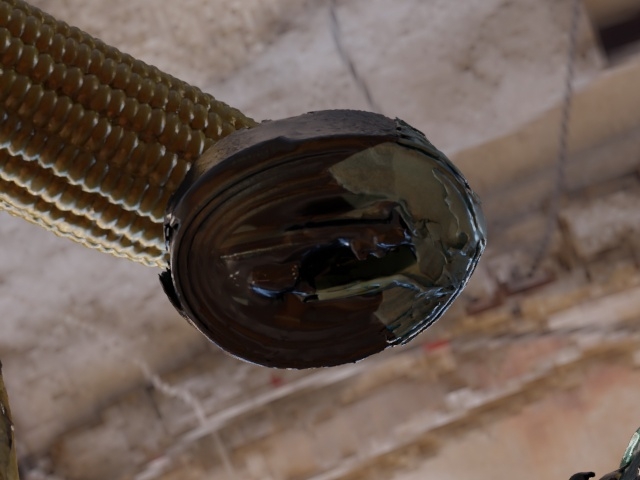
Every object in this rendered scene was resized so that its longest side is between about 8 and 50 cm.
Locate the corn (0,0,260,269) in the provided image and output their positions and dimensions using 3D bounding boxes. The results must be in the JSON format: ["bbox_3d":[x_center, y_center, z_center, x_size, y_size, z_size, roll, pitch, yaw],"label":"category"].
[{"bbox_3d":[-0.166,-0.072,1.183,0.131,0.344,0.131,-48,-152,35],"label":"corn"}]

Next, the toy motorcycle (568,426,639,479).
[{"bbox_3d":[0.085,0.116,0.422,0.100,0.173,0.058,14,169,-5],"label":"toy motorcycle"}]

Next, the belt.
[{"bbox_3d":[0.000,0.000,0.819,0.140,0.105,0.058,-14,-162,-4],"label":"belt"}]

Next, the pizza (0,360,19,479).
[{"bbox_3d":[-0.158,0.096,0.850,0.035,0.099,0.160,4,-141,-21],"label":"pizza"}]
